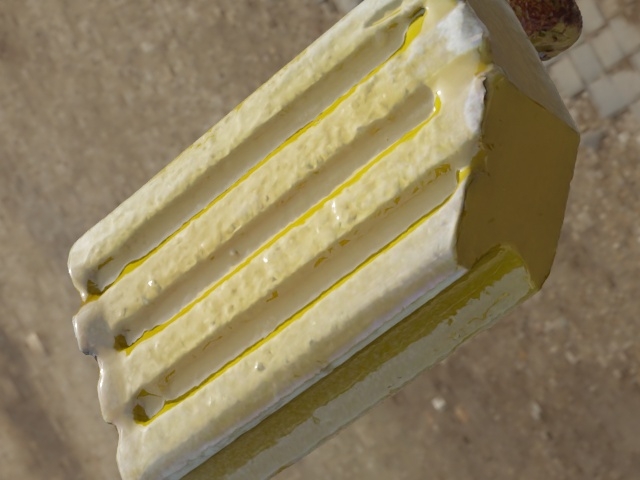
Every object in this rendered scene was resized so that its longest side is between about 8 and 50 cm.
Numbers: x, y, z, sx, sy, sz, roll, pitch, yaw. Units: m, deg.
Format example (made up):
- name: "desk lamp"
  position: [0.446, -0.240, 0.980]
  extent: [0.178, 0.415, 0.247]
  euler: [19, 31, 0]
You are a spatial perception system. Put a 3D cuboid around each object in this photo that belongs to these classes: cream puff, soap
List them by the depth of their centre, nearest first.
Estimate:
- name: "soap"
  position: [0.000, 0.000, 0.654]
  extent: [0.073, 0.232, 0.140]
  euler: [25, -146, -49]
- name: "cream puff"
  position: [0.180, -0.214, 1.470]
  extent: [0.149, 0.149, 0.084]
  euler: [158, 103, -66]
